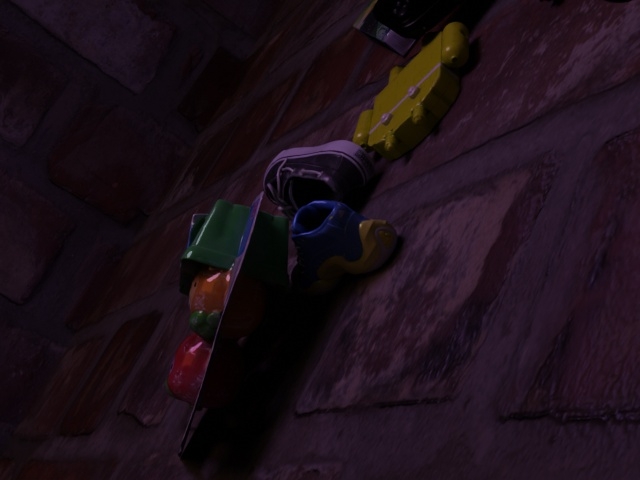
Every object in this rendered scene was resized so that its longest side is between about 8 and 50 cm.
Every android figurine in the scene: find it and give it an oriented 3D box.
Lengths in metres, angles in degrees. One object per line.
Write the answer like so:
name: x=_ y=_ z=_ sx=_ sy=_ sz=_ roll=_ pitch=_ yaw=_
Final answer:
android figurine: x=0.144 y=-0.228 z=1.506 sx=0.248 sy=0.056 sz=0.273 roll=-42 pitch=19 yaw=33

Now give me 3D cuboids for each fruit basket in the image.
fruit basket: x=-0.160 y=0.129 z=1.381 sx=0.327 sy=0.165 sz=0.353 roll=120 pitch=172 yaw=-73

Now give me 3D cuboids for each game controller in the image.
game controller: x=0.227 y=-0.459 z=1.576 sx=0.319 sy=0.067 sz=0.166 roll=-42 pitch=42 yaw=3

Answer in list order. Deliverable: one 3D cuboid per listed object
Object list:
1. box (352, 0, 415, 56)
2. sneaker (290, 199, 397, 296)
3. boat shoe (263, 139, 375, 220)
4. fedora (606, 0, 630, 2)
box: x=0.179 y=-0.485 z=1.885 sx=0.232 sy=0.058 sz=0.322 roll=-52 pitch=16 yaw=8
sneaker: x=0.000 y=0.000 z=1.330 sx=0.240 sy=0.126 sz=0.091 roll=-29 pitch=30 yaw=53
boat shoe: x=-0.028 y=-0.083 z=1.585 sx=0.105 sy=0.113 sz=0.306 roll=-46 pitch=22 yaw=-25
fedora: x=0.372 y=-0.368 z=0.972 sx=0.124 sy=0.244 sz=0.275 roll=30 pitch=81 yaw=43
